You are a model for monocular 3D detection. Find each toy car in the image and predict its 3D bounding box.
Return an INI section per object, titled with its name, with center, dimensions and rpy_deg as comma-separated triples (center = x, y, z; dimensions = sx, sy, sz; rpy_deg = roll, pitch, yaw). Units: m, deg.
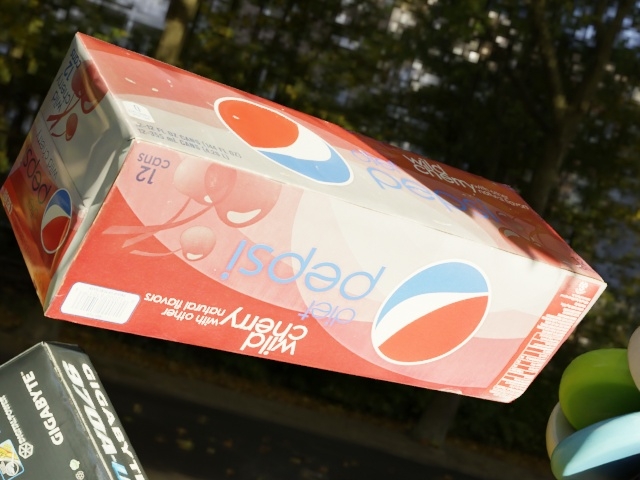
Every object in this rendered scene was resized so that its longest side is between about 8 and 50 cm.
[toy car]
center = 0.219, 0.148, 0.704
dimensions = 0.182, 0.136, 0.159
rpy_deg = 37, -39, 4

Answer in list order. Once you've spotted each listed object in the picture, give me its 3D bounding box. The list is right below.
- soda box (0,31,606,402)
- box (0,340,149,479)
[soda box]
center = 0.000, 0.000, 0.515
dimensions = 0.263, 0.083, 0.092
rpy_deg = 16, 25, -36
[box]
center = -0.149, 0.185, 0.550
dimensions = 0.220, 0.175, 0.051
rpy_deg = 60, 6, 13
